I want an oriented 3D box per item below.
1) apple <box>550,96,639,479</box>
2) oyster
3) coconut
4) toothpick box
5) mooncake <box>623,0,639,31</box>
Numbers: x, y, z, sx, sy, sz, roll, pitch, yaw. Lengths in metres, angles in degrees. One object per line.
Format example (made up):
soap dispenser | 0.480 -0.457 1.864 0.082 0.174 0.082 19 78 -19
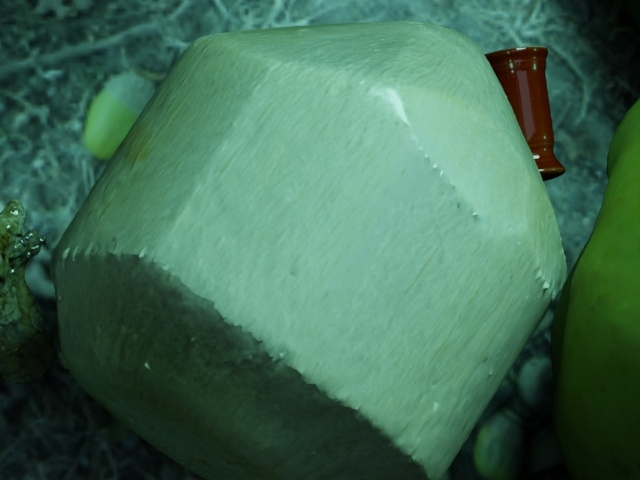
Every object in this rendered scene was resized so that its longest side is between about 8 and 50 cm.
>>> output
apple | 0.268 0.055 0.773 0.305 0.338 0.338 7 81 -2
oyster | -0.164 0.029 0.801 0.083 0.038 0.081 45 69 -8
coconut | 0.000 0.000 0.760 0.237 0.237 0.266 41 72 -11
toothpick box | 0.124 -0.075 0.914 0.047 0.047 0.083 -7 87 -21
mooncake | 0.340 -0.249 0.931 0.356 0.194 0.356 -2 94 -22
